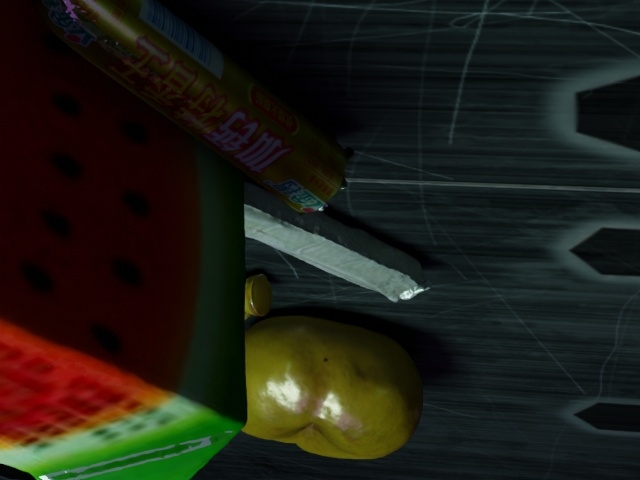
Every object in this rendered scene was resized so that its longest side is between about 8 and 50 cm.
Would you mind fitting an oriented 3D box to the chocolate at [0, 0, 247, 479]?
[{"bbox_3d":[-0.215,-0.001,1.155,0.161,0.360,0.341,-28,140,33],"label":"chocolate"}]

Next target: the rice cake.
[{"bbox_3d":[0.000,0.001,1.448,0.270,0.049,0.055,23,130,-31],"label":"rice cake"}]

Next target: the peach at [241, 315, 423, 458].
[{"bbox_3d":[0.000,0.182,1.734,0.251,0.153,0.251,9,149,5],"label":"peach"}]

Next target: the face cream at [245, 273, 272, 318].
[{"bbox_3d":[-0.142,0.067,1.633,0.182,0.051,0.072,-5,152,28],"label":"face cream"}]

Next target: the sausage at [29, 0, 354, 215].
[{"bbox_3d":[-0.108,-0.133,1.156,0.082,0.082,0.371,-11,149,36],"label":"sausage"}]
